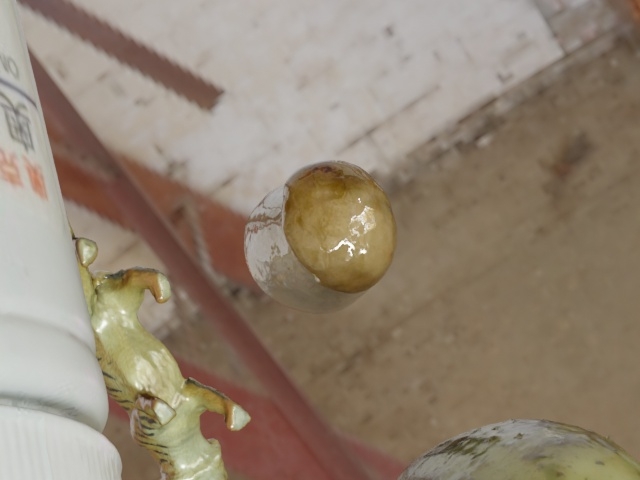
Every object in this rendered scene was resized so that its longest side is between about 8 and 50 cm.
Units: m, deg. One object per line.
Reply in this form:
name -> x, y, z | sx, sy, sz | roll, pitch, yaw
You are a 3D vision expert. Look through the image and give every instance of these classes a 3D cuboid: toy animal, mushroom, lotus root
toy animal -> -0.119, 0.078, 1.215 | 0.057, 0.241, 0.099 | -37, 10, -31
mushroom -> 0.000, 0.000, 1.656 | 0.128, 0.128, 0.350 | -40, 0, -8
lotus root -> 0.117, 0.202, 1.218 | 0.173, 0.173, 0.309 | -44, 10, -16

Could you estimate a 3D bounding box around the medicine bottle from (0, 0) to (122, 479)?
medicine bottle -> -0.182, 0.005, 0.656 | 0.190, 0.190, 0.332 | -24, 68, 20
